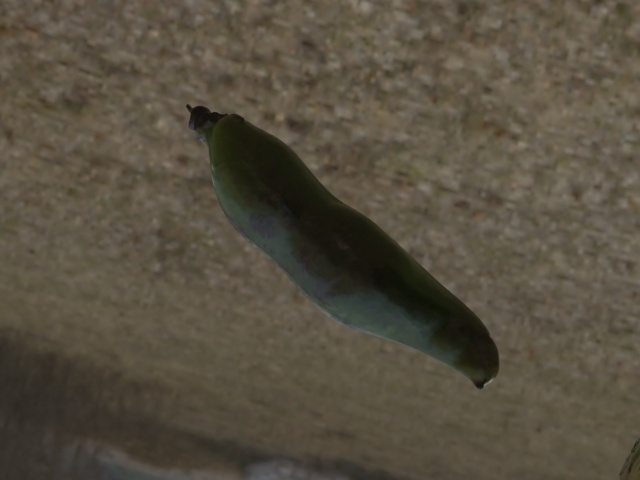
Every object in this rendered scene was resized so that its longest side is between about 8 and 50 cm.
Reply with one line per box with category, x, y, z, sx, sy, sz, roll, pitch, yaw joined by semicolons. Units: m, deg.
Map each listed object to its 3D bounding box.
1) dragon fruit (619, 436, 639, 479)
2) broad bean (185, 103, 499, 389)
dragon fruit;0.284;0.173;0.637;0.290;0.291;0.189;13;177;10
broad bean;0.000;0.000;1.003;0.339;0.077;0.061;43;163;19
